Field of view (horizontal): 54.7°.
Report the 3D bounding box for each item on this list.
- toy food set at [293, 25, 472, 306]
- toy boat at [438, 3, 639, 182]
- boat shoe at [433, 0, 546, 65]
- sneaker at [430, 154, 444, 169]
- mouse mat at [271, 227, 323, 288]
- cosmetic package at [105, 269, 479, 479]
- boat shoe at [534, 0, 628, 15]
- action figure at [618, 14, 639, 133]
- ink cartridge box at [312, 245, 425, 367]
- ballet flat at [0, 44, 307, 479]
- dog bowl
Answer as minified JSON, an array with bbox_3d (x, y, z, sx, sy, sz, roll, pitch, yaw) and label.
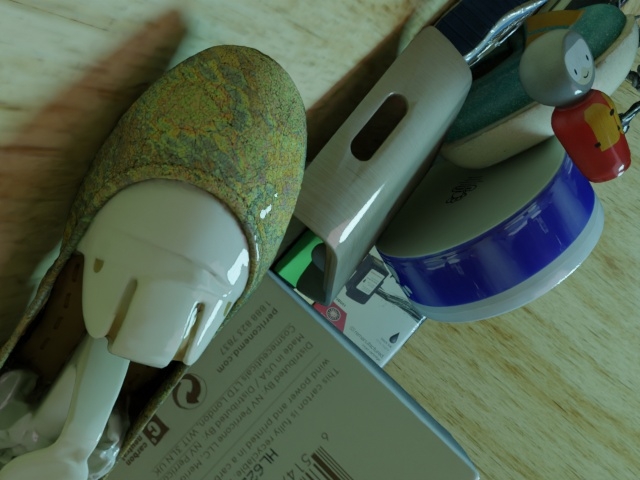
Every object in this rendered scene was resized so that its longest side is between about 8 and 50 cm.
[{"bbox_3d":[0.042,-0.061,0.675,0.219,0.092,0.306,-52,171,-14],"label":"toy food set"},{"bbox_3d":[0.239,-0.175,0.683,0.268,0.148,0.318,-32,-160,13],"label":"toy boat"},{"bbox_3d":[0.181,-0.241,0.646,0.183,0.066,0.066,-37,171,-4],"label":"boat shoe"},{"bbox_3d":[0.219,-0.091,1.086,0.101,0.106,0.267,-39,165,-42],"label":"sneaker"},{"bbox_3d":[0.000,0.000,0.853,0.152,0.007,0.189,-48,166,-4],"label":"mouse mat"},{"bbox_3d":[-0.043,0.277,0.799,0.329,0.327,0.393,-47,166,-5],"label":"cosmetic package"},{"bbox_3d":[0.381,-0.280,0.963,0.500,0.156,0.186,-46,166,-18],"label":"boat shoe"},{"bbox_3d":[0.552,-0.293,1.007,0.141,0.164,0.275,-50,180,-32],"label":"action figure"},{"bbox_3d":[0.114,0.120,1.191,0.237,0.172,0.100,-46,166,-11],"label":"ink cartridge box"},{"bbox_3d":[-0.117,0.055,0.356,0.348,0.123,0.123,-51,167,20],"label":"ballet flat"},{"bbox_3d":[0.203,-0.024,0.780,0.265,0.104,0.265,-32,-160,13],"label":"dog bowl"}]
